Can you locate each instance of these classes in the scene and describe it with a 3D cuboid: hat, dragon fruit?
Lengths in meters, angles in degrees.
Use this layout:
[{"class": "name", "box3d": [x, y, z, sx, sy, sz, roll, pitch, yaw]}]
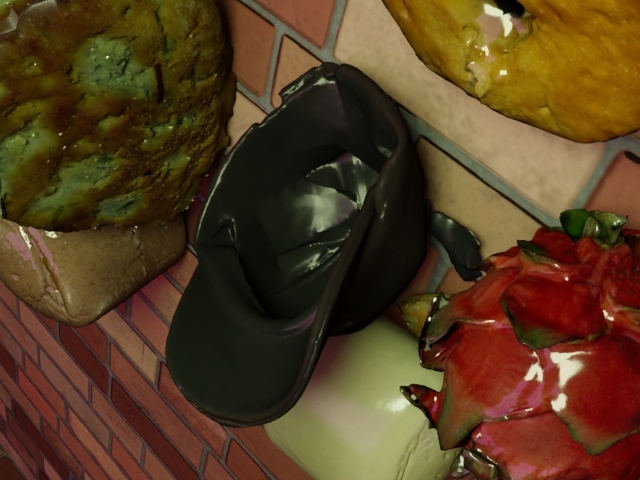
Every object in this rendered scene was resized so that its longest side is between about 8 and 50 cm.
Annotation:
[{"class": "hat", "box3d": [0.011, 0.031, 0.702, 0.238, 0.336, 0.209, -15, 140, 34]}, {"class": "dragon fruit", "box3d": [0.174, 0.103, 0.585, 0.193, 0.192, 0.274, 32, 115, 22]}]

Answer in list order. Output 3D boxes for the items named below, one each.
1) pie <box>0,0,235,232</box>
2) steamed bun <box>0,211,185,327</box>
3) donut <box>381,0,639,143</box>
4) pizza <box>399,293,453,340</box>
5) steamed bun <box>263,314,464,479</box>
[{"class": "pie", "box3d": [-0.218, -0.145, 0.807, 0.103, 0.288, 0.355, 46, 144, 30]}, {"class": "steamed bun", "box3d": [-0.329, -0.060, 1.035, 0.301, 0.251, 0.199, 48, 129, 11]}, {"class": "donut", "box3d": [0.120, -0.171, 0.487, 0.253, 0.118, 0.253, 37, 169, 9]}, {"class": "pizza", "box3d": [0.150, 0.100, 0.747, 0.160, 0.036, 0.099, 17, 128, 41]}, {"class": "steamed bun", "box3d": [0.044, 0.192, 0.805, 0.200, 0.155, 0.250, 39, 154, 26]}]
